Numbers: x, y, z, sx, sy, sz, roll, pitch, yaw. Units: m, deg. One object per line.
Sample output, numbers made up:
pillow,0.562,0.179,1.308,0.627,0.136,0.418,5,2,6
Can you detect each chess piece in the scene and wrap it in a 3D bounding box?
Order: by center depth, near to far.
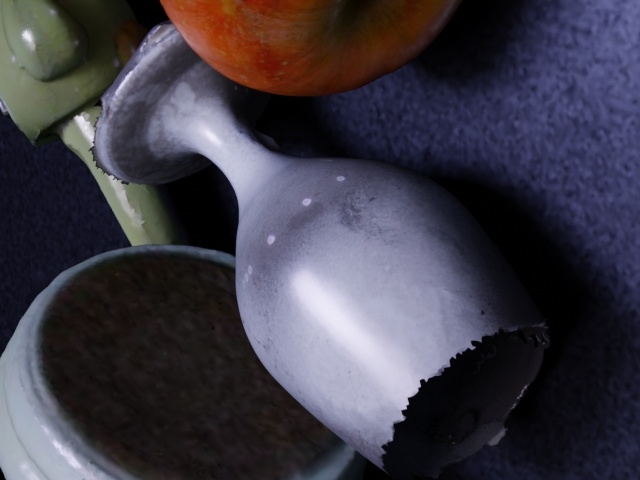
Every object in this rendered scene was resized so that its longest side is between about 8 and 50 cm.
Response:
chess piece,-0.101,0.167,1.068,0.194,0.194,0.299,48,136,26

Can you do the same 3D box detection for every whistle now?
whistle,-0.141,-0.127,1.092,0.294,0.141,0.141,48,130,2

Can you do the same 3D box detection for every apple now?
apple,-0.006,-0.152,0.913,0.139,0.163,0.163,54,131,34

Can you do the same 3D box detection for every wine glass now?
wine glass,0.000,0.000,0.962,0.241,0.126,0.126,49,128,29
